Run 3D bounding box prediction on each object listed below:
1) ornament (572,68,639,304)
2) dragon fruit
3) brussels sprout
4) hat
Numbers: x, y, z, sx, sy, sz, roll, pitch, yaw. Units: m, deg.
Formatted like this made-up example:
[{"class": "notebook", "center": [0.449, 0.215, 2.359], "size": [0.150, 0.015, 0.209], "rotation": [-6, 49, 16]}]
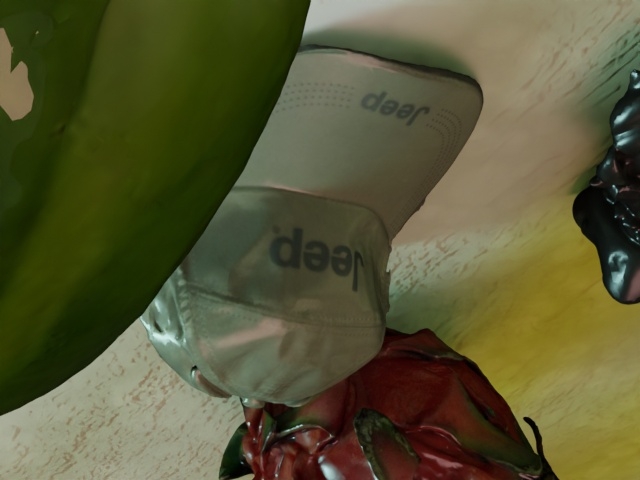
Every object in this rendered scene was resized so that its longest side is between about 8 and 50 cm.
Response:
[{"class": "ornament", "center": [0.295, -0.092, 0.934], "size": [0.251, 0.106, 0.260], "rotation": [-15, 140, -7]}, {"class": "dragon fruit", "center": [0.068, 0.186, 1.073], "size": [0.234, 0.293, 0.233], "rotation": [-37, 138, -43]}, {"class": "brussels sprout", "center": [-0.170, -0.094, 0.483], "size": [0.276, 0.371, 0.315], "rotation": [17, 127, -33]}, {"class": "hat", "center": [0.000, 0.000, 0.904], "size": [0.214, 0.149, 0.245], "rotation": [6, 150, -30]}]
